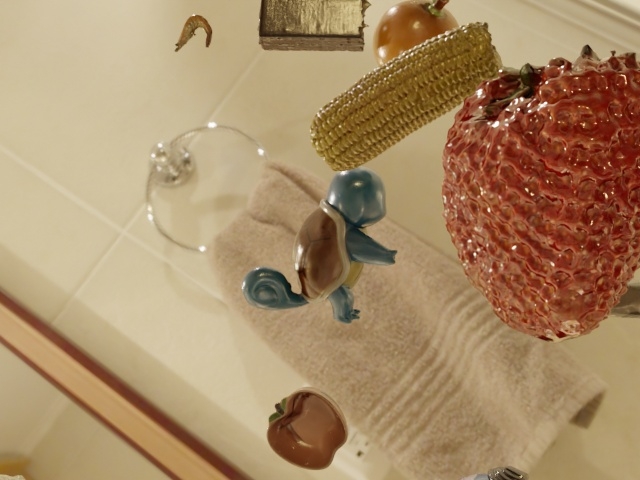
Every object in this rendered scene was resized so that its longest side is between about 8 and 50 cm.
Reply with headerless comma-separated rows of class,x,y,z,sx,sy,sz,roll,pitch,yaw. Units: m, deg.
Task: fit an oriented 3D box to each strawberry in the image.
strawberry,0.294,-0.047,0.819,0.267,0.312,0.351,3,-91,-31

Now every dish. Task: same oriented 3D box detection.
dish,-0.028,0.462,1.632,0.213,0.213,0.090,-61,-7,15

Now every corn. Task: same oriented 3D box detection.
corn,0.138,-0.238,1.076,0.345,0.131,0.131,-28,-3,23

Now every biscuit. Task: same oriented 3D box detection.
biscuit,-0.013,-0.487,1.444,0.070,0.252,0.106,67,-155,-81

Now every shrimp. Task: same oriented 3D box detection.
shrimp,-0.337,-0.532,1.703,0.127,0.091,0.025,-39,0,27

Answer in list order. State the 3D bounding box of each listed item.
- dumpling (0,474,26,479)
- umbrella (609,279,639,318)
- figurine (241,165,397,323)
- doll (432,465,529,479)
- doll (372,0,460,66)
dumpling,-0.544,0.449,1.016,0.318,0.243,0.187,26,-105,-37
umbrella,0.563,0.099,1.085,0.073,0.338,0.067,146,126,-78
figurine,0.024,0.030,1.493,0.416,0.243,0.298,-48,18,9
doll,0.327,0.587,1.282,0.310,0.240,0.284,29,-96,-59
doll,0.227,-0.467,1.449,0.213,0.213,0.236,-45,-14,-39
